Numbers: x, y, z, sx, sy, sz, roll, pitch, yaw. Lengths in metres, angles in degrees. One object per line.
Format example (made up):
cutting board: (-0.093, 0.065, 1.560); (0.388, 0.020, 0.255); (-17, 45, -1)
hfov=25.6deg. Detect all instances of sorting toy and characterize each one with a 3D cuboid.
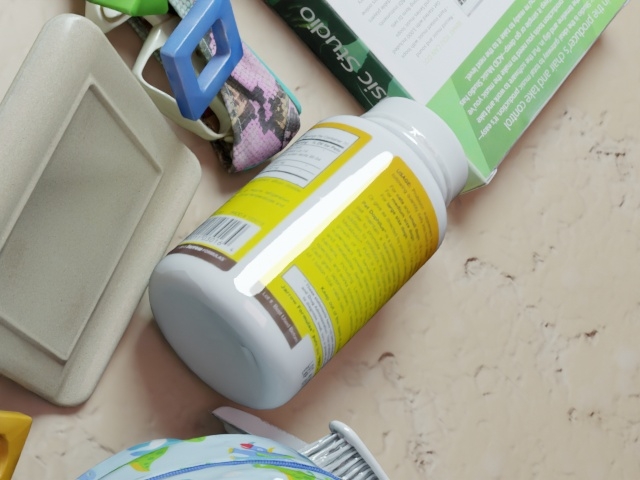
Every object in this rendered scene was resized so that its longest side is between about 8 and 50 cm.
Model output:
sorting toy: (-0.153, -0.011, 0.800); (0.047, 0.196, 0.348); (20, 76, 22)

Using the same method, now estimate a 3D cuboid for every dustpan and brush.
dustpan and brush: (0.039, 0.166, 0.899); (0.060, 0.147, 0.211); (-51, 130, -18)

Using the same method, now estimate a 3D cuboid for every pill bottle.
pill bottle: (0.000, 0.000, 0.903); (0.215, 0.117, 0.117); (-43, 100, -29)

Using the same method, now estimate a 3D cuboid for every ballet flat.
ballet flat: (-0.101, -0.136, 0.909); (0.079, 0.077, 0.221); (-44, 105, -26)

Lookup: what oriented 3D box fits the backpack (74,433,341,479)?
backpack: (-0.103, 0.254, 0.714); (0.355, 0.273, 0.290); (-40, 100, 2)

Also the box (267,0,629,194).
box: (0.062, -0.223, 1.029); (0.322, 0.058, 0.232); (46, 61, -10)
